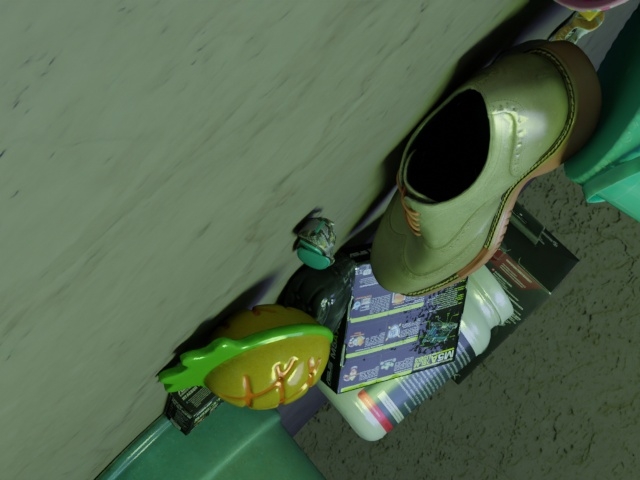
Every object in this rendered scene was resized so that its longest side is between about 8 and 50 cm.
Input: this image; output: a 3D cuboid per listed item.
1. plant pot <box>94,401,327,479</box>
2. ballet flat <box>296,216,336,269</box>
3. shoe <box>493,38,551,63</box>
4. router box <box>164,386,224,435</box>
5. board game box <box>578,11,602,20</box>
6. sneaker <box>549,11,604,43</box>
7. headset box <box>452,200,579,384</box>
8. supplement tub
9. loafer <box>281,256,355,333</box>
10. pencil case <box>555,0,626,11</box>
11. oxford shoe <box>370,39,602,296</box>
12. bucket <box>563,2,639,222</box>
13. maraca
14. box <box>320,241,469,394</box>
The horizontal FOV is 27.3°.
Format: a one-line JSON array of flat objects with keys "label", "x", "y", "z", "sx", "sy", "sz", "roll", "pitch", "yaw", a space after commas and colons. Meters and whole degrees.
[{"label": "plant pot", "x": -0.100, "y": 0.377, "z": 1.577, "sx": 0.341, "sy": 0.334, "sz": 0.341, "roll": -43, "pitch": 172, "yaw": -8}, {"label": "ballet flat", "x": 0.000, "y": 0.000, "z": 1.248, "sx": 0.041, "sy": 0.041, "sz": 0.114, "roll": -44, "pitch": 173, "yaw": -8}, {"label": "shoe", "x": 0.208, "y": -0.165, "z": 1.399, "sx": 0.081, "sy": 0.063, "sz": 0.178, "roll": -40, "pitch": 176, "yaw": -41}, {"label": "router box", "x": -0.111, "y": 0.149, "z": 1.428, "sx": 0.122, "sy": 0.038, "sz": 0.092, "roll": -42, "pitch": 171, "yaw": -22}, {"label": "board game box", "x": 0.356, "y": -0.345, "z": 1.150, "sx": 0.316, "sy": 0.064, "sz": 0.242, "roll": -47, "pitch": 173, "yaw": 38}, {"label": "sneaker", "x": 0.298, "y": -0.249, "z": 1.556, "sx": 0.083, "sy": 0.032, "sz": 0.037, "roll": -37, "pitch": -177, "yaw": -21}, {"label": "headset box", "x": 0.226, "y": 0.044, "z": 1.970, "sx": 0.110, "sy": 0.218, "sz": 0.293, "roll": -40, "pitch": 170, "yaw": -45}, {"label": "supplement tub", "x": 0.109, "y": 0.124, "z": 1.811, "sx": 0.272, "sy": 0.191, "sz": 0.191, "roll": -40, "pitch": 172, "yaw": -4}, {"label": "loafer", "x": -0.012, "y": 0.091, "z": 1.502, "sx": 0.078, "sy": 0.076, "sz": 0.223, "roll": -31, "pitch": 162, "yaw": -31}, {"label": "pencil case", "x": 0.221, "y": -0.240, "z": 0.868, "sx": 0.284, "sy": 0.124, "sz": 0.124, "roll": -38, "pitch": 170, "yaw": -49}, {"label": "oxford shoe", "x": 0.122, "y": -0.061, "z": 1.352, "sx": 0.146, "sy": 0.141, "sz": 0.397, "roll": -14, "pitch": 152, "yaw": -32}, {"label": "bucket", "x": 0.371, "y": -0.122, "z": 1.264, "sx": 0.281, "sy": 0.183, "sz": 0.281, "roll": -63, "pitch": -176, "yaw": 8}, {"label": "maraca", "x": -0.069, "y": 0.114, "z": 1.276, "sx": 0.185, "sy": 0.099, "sz": 0.127, "roll": -3, "pitch": 149, "yaw": -41}, {"label": "box", "x": 0.096, "y": 0.084, "z": 1.622, "sx": 0.190, "sy": 0.045, "sz": 0.184, "roll": -12, "pitch": 124, "yaw": -32}]
